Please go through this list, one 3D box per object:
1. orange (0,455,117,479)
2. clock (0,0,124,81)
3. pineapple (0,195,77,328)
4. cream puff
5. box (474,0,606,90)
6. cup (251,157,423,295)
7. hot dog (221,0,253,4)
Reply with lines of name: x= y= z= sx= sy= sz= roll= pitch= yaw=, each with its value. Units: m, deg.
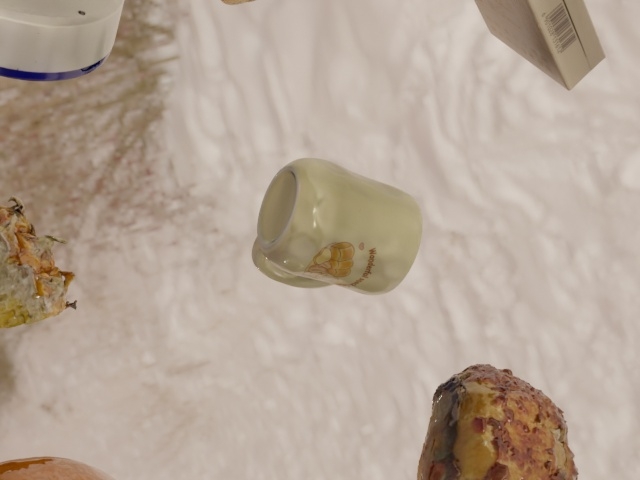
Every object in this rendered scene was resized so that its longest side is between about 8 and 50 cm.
orange: x=-0.291 y=0.370 z=1.283 sx=0.312 sy=0.312 sz=0.312 roll=54 pitch=154 yaw=43
clock: x=-0.329 y=-0.268 z=1.390 sx=0.230 sy=0.230 sz=0.083 roll=58 pitch=136 yaw=36
pineapple: x=-0.415 y=0.039 z=1.558 sx=0.236 sy=0.186 sz=0.114 roll=41 pitch=-164 yaw=8
cream puff: x=0.168 y=0.240 z=1.252 sx=0.240 sy=0.164 sz=0.240 roll=11 pitch=-90 yaw=-76
box: x=0.209 y=-0.258 z=1.328 sx=0.141 sy=0.058 sz=0.201 roll=46 pitch=179 yaw=38
cup: x=0.006 y=-0.019 z=1.930 sx=0.255 sy=0.202 sz=0.173 roll=-4 pitch=70 yaw=64
hot dog: x=-0.032 y=-0.345 z=1.266 sx=0.100 sy=0.337 sz=0.135 roll=-26 pitch=106 yaw=38
